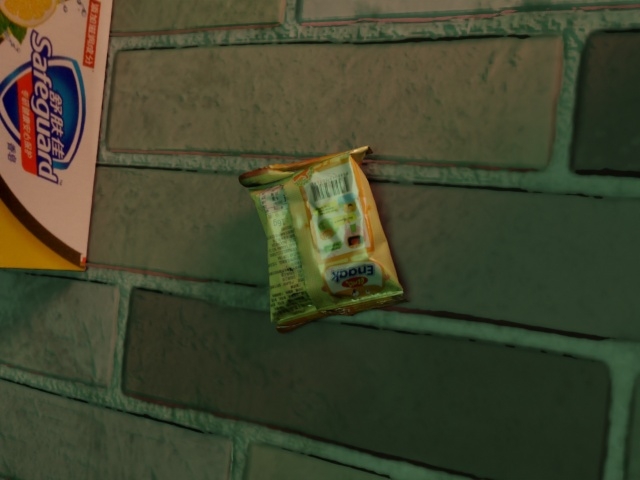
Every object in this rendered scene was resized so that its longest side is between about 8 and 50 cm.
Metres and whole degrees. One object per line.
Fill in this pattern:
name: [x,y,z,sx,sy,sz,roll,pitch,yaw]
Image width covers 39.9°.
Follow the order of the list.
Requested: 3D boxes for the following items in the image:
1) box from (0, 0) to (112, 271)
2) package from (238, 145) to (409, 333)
box: [-0.270,-0.109,0.711,0.097,0.168,0.265,6,88,33]
package: [0.000,-0.002,0.619,0.108,0.031,0.121,-16,84,30]
